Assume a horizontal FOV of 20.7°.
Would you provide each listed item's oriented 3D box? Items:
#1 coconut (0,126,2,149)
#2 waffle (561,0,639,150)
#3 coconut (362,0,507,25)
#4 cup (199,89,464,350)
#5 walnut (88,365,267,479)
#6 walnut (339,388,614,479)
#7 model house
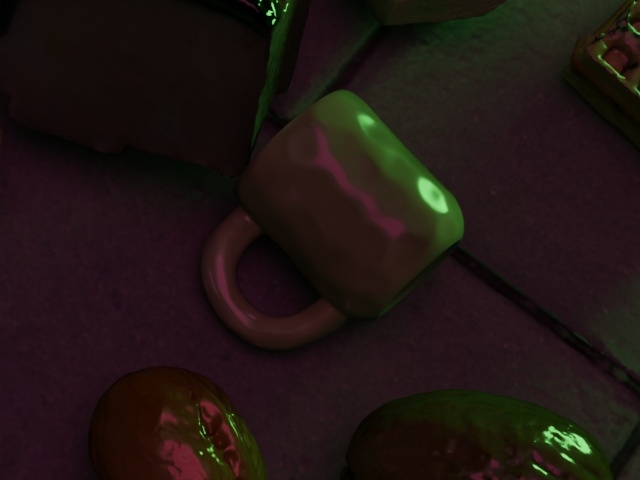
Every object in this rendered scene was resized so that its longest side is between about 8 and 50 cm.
[{"bbox_3d":[-0.402,-0.072,1.782,0.147,0.153,0.147,14,28,-7],"label":"coconut"},{"bbox_3d":[0.487,-0.243,2.042,0.261,0.114,0.376,45,72,4],"label":"waffle"},{"bbox_3d":[0.122,-0.358,1.951,0.245,0.233,0.233,-6,73,-15],"label":"coconut"},{"bbox_3d":[0.005,-0.008,1.831,0.255,0.173,0.202,-39,82,-22],"label":"cup"},{"bbox_3d":[-0.138,0.218,1.731,0.159,0.159,0.207,-29,73,-20],"label":"walnut"},{"bbox_3d":[0.154,0.264,1.742,0.283,0.283,0.227,11,110,-9],"label":"walnut"},{"bbox_3d":[-0.166,-0.248,1.844,0.298,0.243,0.284,18,35,5],"label":"model house"}]
